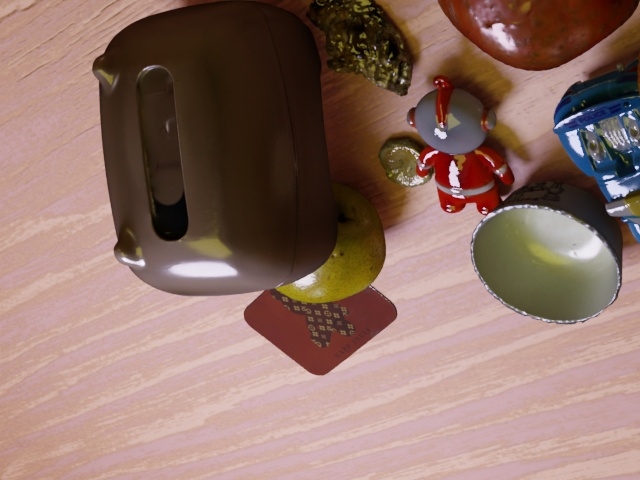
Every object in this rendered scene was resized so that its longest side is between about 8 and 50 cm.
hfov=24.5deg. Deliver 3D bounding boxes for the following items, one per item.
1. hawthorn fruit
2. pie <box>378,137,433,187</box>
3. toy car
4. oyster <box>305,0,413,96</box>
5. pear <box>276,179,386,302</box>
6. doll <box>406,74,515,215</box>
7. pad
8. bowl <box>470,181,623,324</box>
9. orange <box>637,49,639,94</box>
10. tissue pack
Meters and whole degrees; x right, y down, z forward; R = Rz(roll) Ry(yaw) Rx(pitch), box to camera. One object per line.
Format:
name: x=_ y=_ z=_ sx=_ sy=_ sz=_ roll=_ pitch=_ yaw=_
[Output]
hawthorn fruit: x=0.223 y=-0.347 z=1.617 sx=0.254 sy=0.254 sz=0.300 roll=-3 pitch=142 yaw=33
pie: x=0.122 y=-0.109 z=2.080 sx=0.084 sy=0.020 sz=0.084 roll=16 pitch=137 yaw=15
toy car: x=0.425 y=-0.086 z=1.823 sx=0.198 sy=0.166 sz=0.314 roll=-17 pitch=120 yaw=44
oyster: x=0.055 y=-0.259 z=1.958 sx=0.105 sy=0.056 sz=0.177 roll=-28 pitch=108 yaw=35
pear: x=0.001 y=-0.001 z=2.139 sx=0.198 sy=0.198 sz=0.198 roll=16 pitch=136 yaw=17
doll: x=0.184 y=-0.129 z=1.986 sx=0.142 sy=0.076 sz=0.245 roll=2 pitch=135 yaw=23
pad: x=-0.005 y=0.120 z=2.381 sx=0.181 sy=0.004 sz=0.267 roll=38 pitch=137 yaw=-7
bowl: x=0.318 y=0.001 z=2.000 sx=0.211 sy=0.112 sz=0.211 roll=16 pitch=136 yaw=16
orange: x=0.487 y=-0.201 z=1.616 sx=0.264 sy=0.264 sz=0.264 roll=16 pitch=136 yaw=17
tissue pack: x=-0.142 y=-0.119 z=1.948 sx=0.267 sy=0.277 sz=0.387 roll=-4 pitch=95 yaw=31
